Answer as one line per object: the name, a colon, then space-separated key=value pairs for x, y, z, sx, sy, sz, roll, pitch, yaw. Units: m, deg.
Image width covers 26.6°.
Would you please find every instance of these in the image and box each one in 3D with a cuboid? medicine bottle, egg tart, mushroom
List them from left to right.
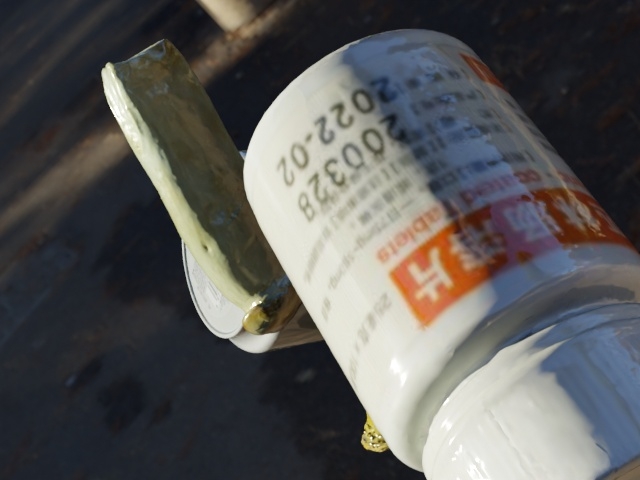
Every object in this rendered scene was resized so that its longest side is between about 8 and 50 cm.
mushroom: x=-0.110 y=-0.049 z=1.342 sx=0.081 sy=0.312 sz=0.100 roll=-23 pitch=11 yaw=44
egg tart: x=0.095 y=0.195 z=1.583 sx=0.130 sy=0.052 sz=0.130 roll=-33 pitch=12 yaw=8
medicine bottle: x=0.073 y=0.030 z=0.616 sx=0.144 sy=0.144 sz=0.252 roll=-38 pitch=55 yaw=14

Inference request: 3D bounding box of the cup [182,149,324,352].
cup: x=0.000 y=0.000 z=1.671 sx=0.327 sy=0.236 sz=0.323 roll=-8 pitch=2 yaw=-28
